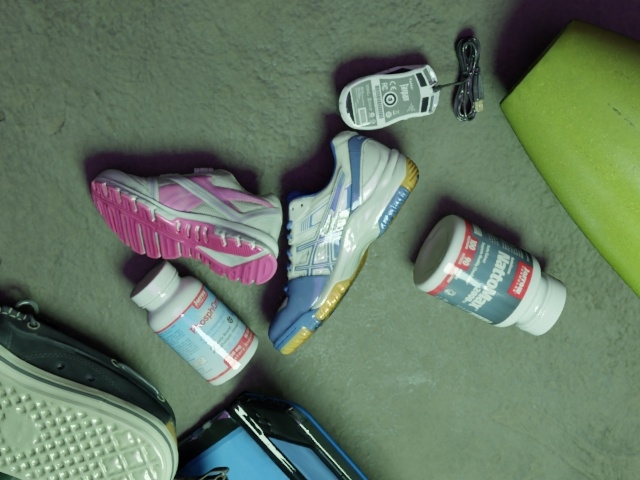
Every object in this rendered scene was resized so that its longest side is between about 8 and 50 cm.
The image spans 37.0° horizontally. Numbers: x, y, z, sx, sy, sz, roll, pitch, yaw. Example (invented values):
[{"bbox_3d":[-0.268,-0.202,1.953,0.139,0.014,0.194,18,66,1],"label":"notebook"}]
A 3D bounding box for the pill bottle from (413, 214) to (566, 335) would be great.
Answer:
[{"bbox_3d":[0.222,0.050,1.244,0.180,0.108,0.108,26,99,-13],"label":"pill bottle"}]

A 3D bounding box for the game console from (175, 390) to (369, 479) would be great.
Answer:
[{"bbox_3d":[-0.047,0.360,1.259,0.173,0.250,0.293,-47,107,-22],"label":"game console"}]

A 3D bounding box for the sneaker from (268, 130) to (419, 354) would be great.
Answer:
[{"bbox_3d":[0.000,0.000,1.217,0.131,0.112,0.296,32,97,4],"label":"sneaker"}]

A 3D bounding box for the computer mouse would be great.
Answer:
[{"bbox_3d":[0.112,-0.190,1.203,0.193,0.042,0.106,-12,110,-10],"label":"computer mouse"}]

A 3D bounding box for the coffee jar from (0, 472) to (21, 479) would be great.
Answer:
[{"bbox_3d":[-0.455,0.347,1.242,0.184,0.079,0.096,-21,109,-3],"label":"coffee jar"}]

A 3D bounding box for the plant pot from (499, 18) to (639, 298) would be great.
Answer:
[{"bbox_3d":[0.374,-0.124,1.159,0.293,0.275,0.275,41,96,0],"label":"plant pot"}]

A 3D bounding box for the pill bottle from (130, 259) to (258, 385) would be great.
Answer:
[{"bbox_3d":[-0.162,0.103,1.215,0.087,0.087,0.160,-43,106,4],"label":"pill bottle"}]

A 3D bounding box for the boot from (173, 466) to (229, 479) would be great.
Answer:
[{"bbox_3d":[-0.219,0.411,1.249,0.229,0.091,0.262,5,102,12],"label":"boot"}]

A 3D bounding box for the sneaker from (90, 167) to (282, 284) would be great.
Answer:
[{"bbox_3d":[-0.158,-0.037,1.182,0.252,0.111,0.103,20,142,4],"label":"sneaker"}]

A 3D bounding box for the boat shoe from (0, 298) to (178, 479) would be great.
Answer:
[{"bbox_3d":[-0.398,0.168,1.172,0.500,0.156,0.186,25,105,-1],"label":"boat shoe"}]
